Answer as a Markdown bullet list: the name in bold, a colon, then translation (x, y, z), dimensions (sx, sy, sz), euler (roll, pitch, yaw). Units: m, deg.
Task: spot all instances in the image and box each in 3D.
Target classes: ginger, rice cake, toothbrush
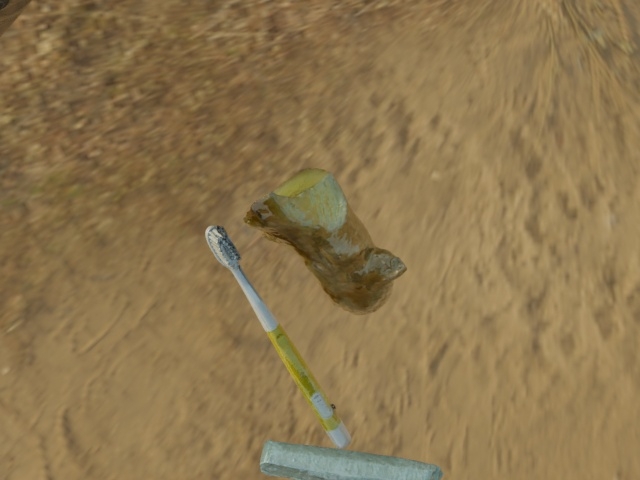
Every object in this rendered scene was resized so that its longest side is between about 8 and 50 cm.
- **ginger**: translation (0.005, 0.000, 1.026), dimensions (0.057, 0.044, 0.137), euler (-29, 136, 14)
- **rice cake**: translation (0.028, 0.213, 1.761), dimensions (0.171, 0.033, 0.029), euler (8, 143, 8)
- **toothbrush**: translation (-0.034, 0.096, 1.776), dimensions (0.021, 0.024, 0.288), euler (-35, 123, -7)

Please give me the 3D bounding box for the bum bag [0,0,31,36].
- **bum bag**: translation (-0.158, -0.117, 0.873), dimensions (0.060, 0.123, 0.248), euler (38, 144, -22)
